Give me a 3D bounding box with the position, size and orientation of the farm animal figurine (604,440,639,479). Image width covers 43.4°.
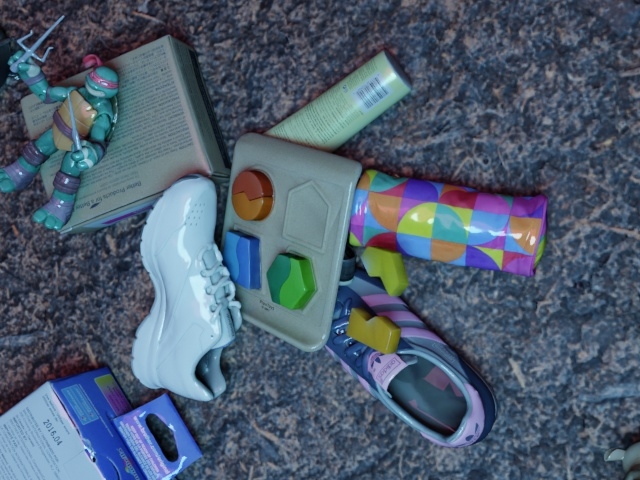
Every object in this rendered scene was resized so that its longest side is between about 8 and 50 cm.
[{"bbox_3d":[0.418,0.200,0.831,0.330,0.172,0.326,-12,67,2],"label":"farm animal figurine"}]

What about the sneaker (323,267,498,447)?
[{"bbox_3d":[0.070,0.121,0.947,0.319,0.131,0.112,35,98,15],"label":"sneaker"}]

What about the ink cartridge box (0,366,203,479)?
[{"bbox_3d":[-0.344,0.352,1.053,0.395,0.151,0.270,-36,81,14],"label":"ink cartridge box"}]

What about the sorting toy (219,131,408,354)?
[{"bbox_3d":[-0.022,0.008,0.945,0.307,0.041,0.229,21,103,42],"label":"sorting toy"}]

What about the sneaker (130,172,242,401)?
[{"bbox_3d":[-0.150,0.062,0.998,0.129,0.111,0.297,19,114,29],"label":"sneaker"}]

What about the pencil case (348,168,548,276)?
[{"bbox_3d":[0.146,-0.025,0.946,0.236,0.104,0.104,13,93,16],"label":"pencil case"}]

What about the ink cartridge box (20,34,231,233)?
[{"bbox_3d":[-0.255,-0.134,1.065,0.235,0.088,0.193,-18,86,14],"label":"ink cartridge box"}]

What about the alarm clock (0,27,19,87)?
[{"bbox_3d":[-0.525,-0.270,1.156,0.192,0.064,0.129,24,96,13],"label":"alarm clock"}]

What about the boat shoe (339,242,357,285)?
[{"bbox_3d":[0.002,0.000,0.992,0.133,0.049,0.042,48,139,39],"label":"boat shoe"}]

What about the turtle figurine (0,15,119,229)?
[{"bbox_3d":[-0.305,-0.138,0.975,0.175,0.118,0.234,47,118,26],"label":"turtle figurine"}]

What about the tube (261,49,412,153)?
[{"bbox_3d":[0.002,-0.145,1.012,0.240,0.070,0.062,-35,123,19],"label":"tube"}]
